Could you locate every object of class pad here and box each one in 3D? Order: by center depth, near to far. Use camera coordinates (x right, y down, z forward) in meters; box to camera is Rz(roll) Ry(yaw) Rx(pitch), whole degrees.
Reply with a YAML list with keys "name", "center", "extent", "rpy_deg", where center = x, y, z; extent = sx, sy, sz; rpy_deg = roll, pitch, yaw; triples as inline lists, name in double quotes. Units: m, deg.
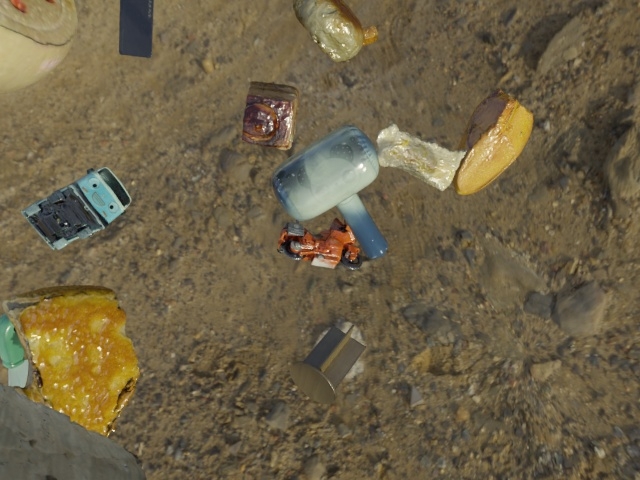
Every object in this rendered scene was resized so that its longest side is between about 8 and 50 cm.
- name: "pad"
  center: [-0.431, -0.513, 1.144]
  extent: [0.112, 0.003, 0.157]
  rpy_deg: [15, 107, 25]

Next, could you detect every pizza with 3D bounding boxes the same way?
- name: "pizza"
  center: [-0.366, 0.209, 0.731]
  extent: [0.071, 0.189, 0.297]
  rpy_deg: [-3, 98, 35]

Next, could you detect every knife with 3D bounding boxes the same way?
- name: "knife"
  center: [-0.545, 0.232, 0.883]
  extent: [0.035, 0.063, 0.260]
  rpy_deg: [22, 119, 13]

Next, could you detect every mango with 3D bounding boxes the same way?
- name: "mango"
  center: [0.538, -0.300, 1.567]
  extent: [0.201, 0.199, 0.350]
  rpy_deg: [32, 100, 26]

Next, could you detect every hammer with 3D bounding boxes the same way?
- name: "hammer"
  center: [0.032, -0.036, 0.558]
  extent: [0.116, 0.194, 0.069]
  rpy_deg: [-31, 46, 7]

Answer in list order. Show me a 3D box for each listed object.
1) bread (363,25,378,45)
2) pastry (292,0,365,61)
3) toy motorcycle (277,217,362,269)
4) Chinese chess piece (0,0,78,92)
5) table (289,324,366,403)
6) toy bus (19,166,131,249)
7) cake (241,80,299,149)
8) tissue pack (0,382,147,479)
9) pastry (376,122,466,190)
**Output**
- name: "bread"
  center: [0.100, -0.613, 1.500]
  extent: [0.157, 0.052, 0.044]
  rpy_deg: [-13, 56, 14]
- name: "pastry"
  center: [0.019, -0.499, 1.101]
  extent: [0.093, 0.182, 0.192]
  rpy_deg: [-38, 33, 27]
- name: "toy motorcycle"
  center: [0.000, 0.000, 1.820]
  extent: [0.148, 0.326, 0.221]
  rpy_deg: [118, 156, -44]
- name: "Chinese chess piece"
  center: [-0.377, -0.280, 0.484]
  extent: [0.112, 0.270, 0.270]
  rpy_deg: [-25, 70, 13]
- name: "table"
  center: [0.036, 0.377, 1.559]
  extent: [0.167, 0.167, 0.227]
  rpy_deg: [23, 44, 26]
- name: "toy bus"
  center: [-0.597, -0.088, 1.223]
  extent: [0.271, 0.165, 0.133]
  rpy_deg: [-13, 117, 37]
- name: "cake"
  center: [-0.179, -0.452, 1.776]
  extent: [0.199, 0.293, 0.196]
  rpy_deg: [9, 117, -6]
- name: "tissue pack"
  center: [-0.299, 0.298, 0.243]
  extent: [0.416, 0.253, 0.264]
  rpy_deg: [-55, 24, -7]
- name: "pastry"
  center: [0.241, -0.211, 1.246]
  extent: [0.089, 0.258, 0.121]
  rpy_deg: [-164, 88, -69]
